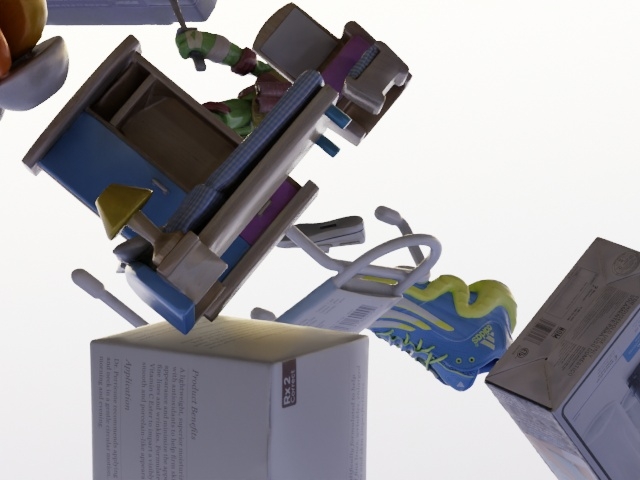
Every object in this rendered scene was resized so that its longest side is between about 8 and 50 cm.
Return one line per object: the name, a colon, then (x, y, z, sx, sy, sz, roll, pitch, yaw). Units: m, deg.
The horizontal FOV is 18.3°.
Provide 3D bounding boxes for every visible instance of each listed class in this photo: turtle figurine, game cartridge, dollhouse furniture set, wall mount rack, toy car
turtle figurine: (-0.127, -0.128, 2.223, 0.275, 0.198, 0.266, 26, -144, 6)
game cartridge: (-0.323, -0.359, 2.492, 0.355, 0.230, 0.068, 4, -119, 31)
dollhouse furniture set: (-0.083, -0.101, 1.472, 0.286, 0.198, 0.303, -51, 178, -7)
wall mount rack: (-0.061, 0.045, 2.018, 0.350, 0.130, 0.304, -40, 150, 28)
toy car: (-0.294, -0.142, 1.498, 0.182, 0.159, 0.136, -24, -160, 37)

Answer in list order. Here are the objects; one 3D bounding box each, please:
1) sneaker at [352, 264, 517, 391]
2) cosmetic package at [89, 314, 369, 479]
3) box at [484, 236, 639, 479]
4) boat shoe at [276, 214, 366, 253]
sneaker: (0.122, 0.101, 2.209, 0.240, 0.126, 0.091, 1, 148, -24)
cosmetic package: (-0.074, 0.151, 1.638, 0.184, 0.151, 0.151, 7, -169, 32)
box: (0.279, 0.155, 1.701, 0.169, 0.290, 0.087, -49, -141, -16)
boat shoe: (0.000, 0.000, 2.120, 0.100, 0.035, 0.035, -12, -151, 1)
